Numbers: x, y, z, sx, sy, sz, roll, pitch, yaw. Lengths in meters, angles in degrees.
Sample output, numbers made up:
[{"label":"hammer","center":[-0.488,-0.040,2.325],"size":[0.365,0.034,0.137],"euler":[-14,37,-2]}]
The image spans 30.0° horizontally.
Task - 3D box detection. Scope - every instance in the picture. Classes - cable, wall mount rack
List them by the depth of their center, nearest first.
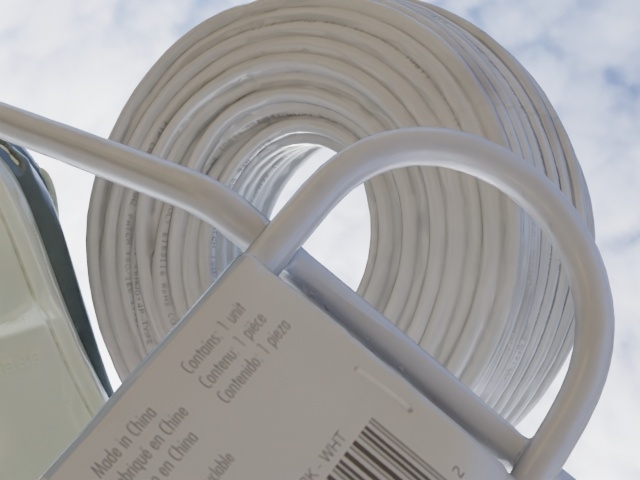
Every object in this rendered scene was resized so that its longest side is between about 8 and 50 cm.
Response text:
[{"label":"wall mount rack","center":[-0.082,0.086,0.350],"size":[0.350,0.304,0.130],"euler":[-50,179,-27]},{"label":"cable","center":[0.000,0.000,0.589],"size":[0.257,0.089,0.257],"euler":[-29,-111,28]}]

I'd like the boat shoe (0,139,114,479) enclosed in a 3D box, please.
[{"label":"boat shoe","center":[-0.154,0.090,0.658],"size":[0.116,0.320,0.099],"euler":[-12,-166,7]}]
